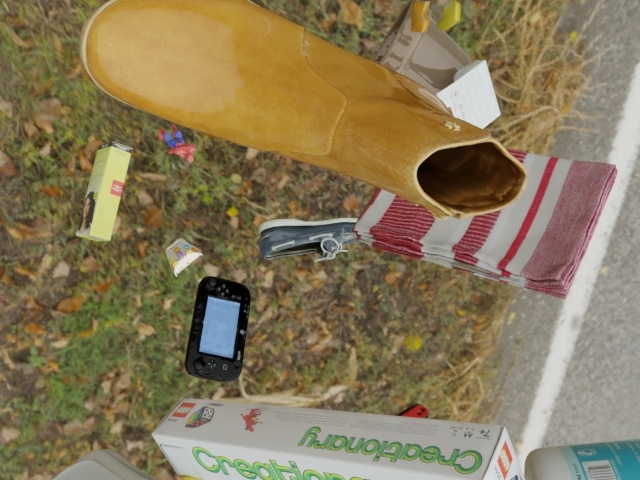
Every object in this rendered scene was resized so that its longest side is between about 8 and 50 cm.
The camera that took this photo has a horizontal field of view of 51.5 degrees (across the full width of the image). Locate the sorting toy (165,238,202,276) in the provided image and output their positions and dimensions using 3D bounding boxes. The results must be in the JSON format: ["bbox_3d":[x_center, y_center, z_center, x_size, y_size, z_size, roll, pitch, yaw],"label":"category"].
[{"bbox_3d":[-0.345,0.031,1.618,0.083,0.075,0.045,-41,142,-5],"label":"sorting toy"}]

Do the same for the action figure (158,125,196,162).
[{"bbox_3d":[-0.218,-0.146,1.024,0.038,0.115,0.030,-12,120,-25],"label":"action figure"}]

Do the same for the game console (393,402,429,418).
[{"bbox_3d":[-0.016,0.427,1.104,0.341,0.060,0.387,-19,156,-37],"label":"game console"}]

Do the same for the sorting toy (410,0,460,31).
[{"bbox_3d":[0.249,-0.569,1.306,0.041,0.229,0.308,-19,118,-45],"label":"sorting toy"}]

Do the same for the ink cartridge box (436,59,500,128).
[{"bbox_3d":[0.337,-0.317,1.549,0.179,0.045,0.146,-36,118,-24],"label":"ink cartridge box"}]

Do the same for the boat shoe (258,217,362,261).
[{"bbox_3d":[0.000,0.000,1.363,0.254,0.079,0.095,0,159,-15],"label":"boat shoe"}]

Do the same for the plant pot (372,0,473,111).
[{"bbox_3d":[0.257,-0.433,1.674,0.229,0.263,0.263,30,105,-9],"label":"plant pot"}]

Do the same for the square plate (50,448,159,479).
[{"bbox_3d":[-0.412,0.464,1.019,0.347,0.344,0.049,-38,113,-33],"label":"square plate"}]

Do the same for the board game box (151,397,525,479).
[{"bbox_3d":[0.022,0.220,0.532,0.053,0.305,0.193,-49,123,-45],"label":"board game box"}]

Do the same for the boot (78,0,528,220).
[{"bbox_3d":[0.000,-0.094,0.473,0.295,0.211,0.104,4,115,-36],"label":"boot"}]

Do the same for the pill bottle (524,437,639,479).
[{"bbox_3d":[0.348,0.269,0.654,0.263,0.146,0.146,-7,133,8],"label":"pill bottle"}]

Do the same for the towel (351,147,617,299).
[{"bbox_3d":[0.234,-0.056,0.974,0.237,0.328,0.037,-57,146,-28],"label":"towel"}]

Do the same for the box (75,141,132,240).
[{"bbox_3d":[-0.521,-0.117,1.599,0.058,0.087,0.233,21,74,-40],"label":"box"}]

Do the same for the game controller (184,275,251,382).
[{"bbox_3d":[-0.297,0.258,1.945,0.166,0.319,0.067,11,148,-11],"label":"game controller"}]
